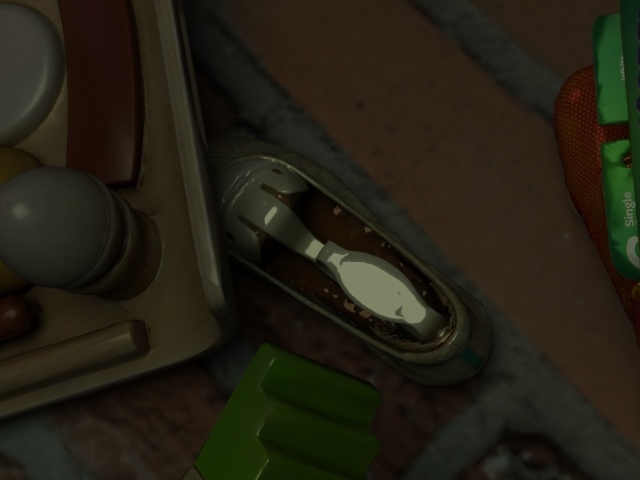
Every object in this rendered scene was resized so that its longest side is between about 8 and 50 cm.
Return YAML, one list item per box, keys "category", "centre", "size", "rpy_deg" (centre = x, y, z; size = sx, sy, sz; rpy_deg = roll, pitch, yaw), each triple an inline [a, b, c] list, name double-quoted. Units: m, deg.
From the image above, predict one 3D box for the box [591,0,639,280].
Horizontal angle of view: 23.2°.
- category: "box"
  centre: [0.167, -0.043, 0.504]
  size: [0.179, 0.043, 0.105]
  rpy_deg: [-8, 84, 38]

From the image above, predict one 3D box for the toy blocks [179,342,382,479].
- category: "toy blocks"
  centre: [-0.023, 0.259, 0.446]
  size: [0.381, 0.191, 0.261]
  rpy_deg: [-59, 35, 7]

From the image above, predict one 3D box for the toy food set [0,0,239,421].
- category: "toy food set"
  centre: [-0.187, -0.029, 0.673]
  size: [0.306, 0.092, 0.219]
  rpy_deg: [-18, 70, 18]

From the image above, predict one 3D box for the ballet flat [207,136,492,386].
- category: "ballet flat"
  centre: [0.000, 0.000, 0.641]
  size: [0.168, 0.052, 0.057]
  rpy_deg: [32, 87, 22]

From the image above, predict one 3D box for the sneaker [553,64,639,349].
- category: "sneaker"
  centre: [0.137, 0.003, 0.592]
  size: [0.064, 0.067, 0.175]
  rpy_deg: [-26, 68, 10]
